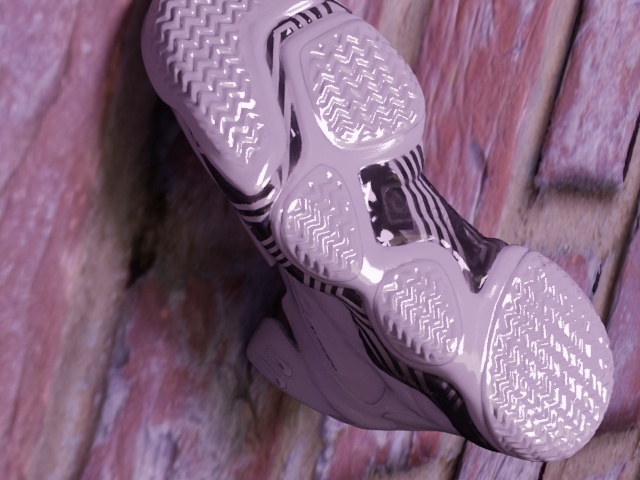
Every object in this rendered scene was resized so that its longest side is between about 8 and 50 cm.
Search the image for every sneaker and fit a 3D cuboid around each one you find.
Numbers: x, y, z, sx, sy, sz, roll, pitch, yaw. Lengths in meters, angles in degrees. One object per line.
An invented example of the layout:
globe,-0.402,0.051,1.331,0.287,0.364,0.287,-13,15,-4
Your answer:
sneaker,0.000,0.000,0.858,0.366,0.210,0.137,47,62,-17
